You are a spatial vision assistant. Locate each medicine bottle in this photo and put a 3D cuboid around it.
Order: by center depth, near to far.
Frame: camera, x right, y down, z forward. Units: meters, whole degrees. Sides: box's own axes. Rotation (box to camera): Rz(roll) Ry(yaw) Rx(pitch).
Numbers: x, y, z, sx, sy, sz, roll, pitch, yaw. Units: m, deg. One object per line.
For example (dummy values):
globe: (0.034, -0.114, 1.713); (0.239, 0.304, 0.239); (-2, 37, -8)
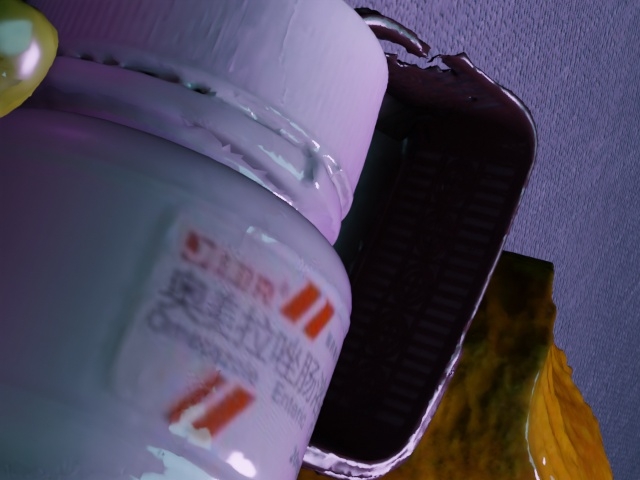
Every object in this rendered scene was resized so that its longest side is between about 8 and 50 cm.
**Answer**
medicine bottle: (-0.102, 0.012, 0.926); (0.241, 0.241, 0.302); (61, 44, -61)

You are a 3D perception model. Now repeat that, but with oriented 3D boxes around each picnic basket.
picnic basket: (0.000, 0.000, 1.227); (0.222, 0.129, 0.297); (29, 81, -32)

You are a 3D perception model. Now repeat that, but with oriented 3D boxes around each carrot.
carrot: (0.101, 0.119, 1.409); (0.241, 0.340, 0.241); (15, 90, -83)

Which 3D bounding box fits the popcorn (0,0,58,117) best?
popcorn: (-0.183, -0.177, 0.616); (0.242, 0.235, 0.250); (41, 57, -47)
